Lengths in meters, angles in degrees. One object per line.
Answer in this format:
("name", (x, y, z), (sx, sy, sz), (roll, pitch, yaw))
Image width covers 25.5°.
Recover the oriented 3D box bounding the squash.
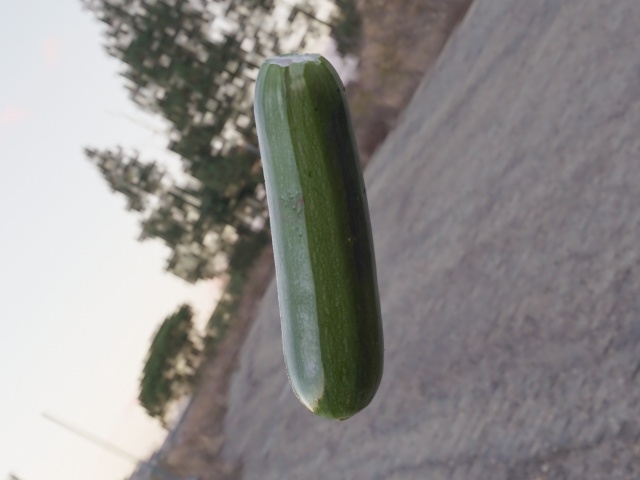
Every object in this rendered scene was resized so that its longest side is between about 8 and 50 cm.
("squash", (0.000, 0.000, 0.861), (0.066, 0.066, 0.228), (-63, -34, -74))
